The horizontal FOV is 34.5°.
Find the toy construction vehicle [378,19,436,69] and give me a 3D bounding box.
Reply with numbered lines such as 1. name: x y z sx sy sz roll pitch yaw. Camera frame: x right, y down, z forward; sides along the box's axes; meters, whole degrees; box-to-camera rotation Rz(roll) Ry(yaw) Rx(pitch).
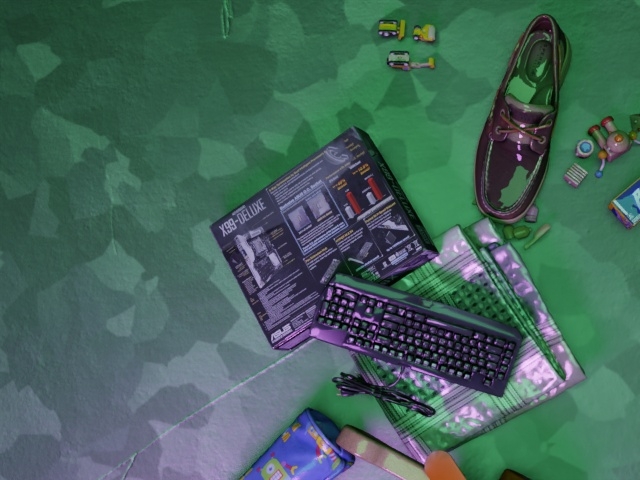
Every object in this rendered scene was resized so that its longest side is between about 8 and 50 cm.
1. toy construction vehicle: 0.147 -0.332 1.759 0.098 0.035 0.085 1 73 7

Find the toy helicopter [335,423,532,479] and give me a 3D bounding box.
1. toy helicopter: 0.183 0.379 1.556 0.355 0.235 0.140 27 89 8

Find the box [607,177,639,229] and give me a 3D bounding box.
1. box: 0.543 -0.092 1.648 0.169 0.059 0.054 -41 79 3

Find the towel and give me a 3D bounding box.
1. towel: 0.213 0.160 1.655 0.324 0.056 0.312 -32 80 13

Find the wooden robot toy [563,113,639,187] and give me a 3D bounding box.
1. wooden robot toy: 0.463 -0.159 1.659 0.173 0.079 0.076 -34 79 4

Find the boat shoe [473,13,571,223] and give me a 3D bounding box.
1. boat shoe: 0.323 -0.199 1.659 0.123 0.123 0.341 18 86 16

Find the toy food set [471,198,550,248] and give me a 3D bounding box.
1. toy food set: 0.318 -0.044 1.702 0.078 0.019 0.122 -43 71 2

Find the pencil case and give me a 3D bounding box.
1. pencil case: -0.074 0.415 1.659 0.306 0.119 0.133 -48 49 2

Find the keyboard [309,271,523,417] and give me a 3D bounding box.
1. keyboard: 0.135 0.182 1.607 0.317 0.033 0.201 17 108 3

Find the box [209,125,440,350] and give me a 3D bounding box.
1. box: 0.000 0.000 1.678 0.307 0.076 0.242 -35 72 16
